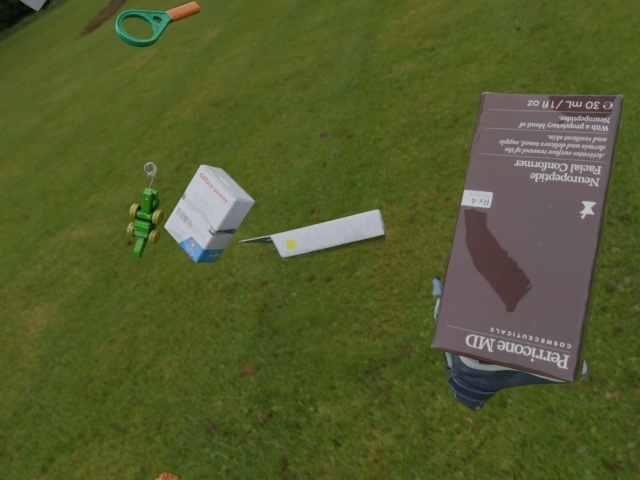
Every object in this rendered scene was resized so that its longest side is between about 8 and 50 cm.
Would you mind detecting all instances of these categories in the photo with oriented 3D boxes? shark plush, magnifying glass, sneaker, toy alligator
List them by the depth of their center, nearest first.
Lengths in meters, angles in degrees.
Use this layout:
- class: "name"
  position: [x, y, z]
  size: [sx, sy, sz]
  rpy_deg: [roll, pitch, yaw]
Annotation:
- class: "shark plush"
  position: [0.214, 0.122, 0.903]
  size: [0.067, 0.073, 0.161]
  rpy_deg: [-1, 61, 45]
- class: "sneaker"
  position: [0.339, 0.240, 1.005]
  size: [0.226, 0.164, 0.086]
  rpy_deg: [8, 46, 0]
- class: "toy alligator"
  position: [-0.324, -0.059, 1.068]
  size: [0.056, 0.190, 0.051]
  rpy_deg: [15, 16, 3]
- class: "magnifying glass"
  position: [-0.376, -0.515, 1.317]
  size: [0.231, 0.092, 0.026]
  rpy_deg: [-41, -2, -36]

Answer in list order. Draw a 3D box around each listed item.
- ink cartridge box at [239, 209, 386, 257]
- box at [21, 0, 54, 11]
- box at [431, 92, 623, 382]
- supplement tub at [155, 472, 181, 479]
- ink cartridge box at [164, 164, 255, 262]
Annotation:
- class: "ink cartridge box"
  position: [0.000, 0.000, 1.310]
  size: [0.307, 0.072, 0.303]
  rpy_deg: [-14, -2, 7]
- class: "box"
  position: [-0.193, -0.238, 0.254]
  size: [0.087, 0.169, 0.290]
  rpy_deg: [-45, 47, 14]
- class: "box"
  position: [0.297, -0.009, 0.802]
  size: [0.191, 0.143, 0.382]
  rpy_deg: [9, 84, 28]
- class: "supplement tub"
  position: [-0.314, 0.508, 0.978]
  size: [0.190, 0.117, 0.117]
  rpy_deg: [-44, 30, -4]
- class: "ink cartridge box"
  position: [-0.267, -0.062, 1.342]
  size: [0.139, 0.082, 0.191]
  rpy_deg: [44, 109, 23]
